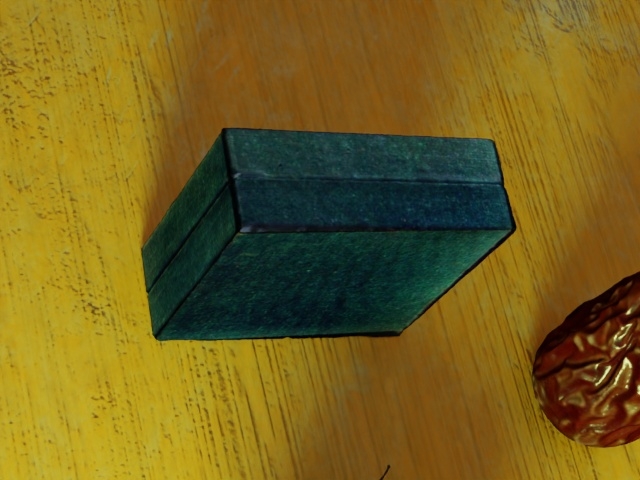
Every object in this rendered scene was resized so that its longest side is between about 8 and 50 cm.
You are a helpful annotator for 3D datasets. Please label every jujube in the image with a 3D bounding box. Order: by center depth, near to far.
[{"bbox_3d":[0.325,0.117,1.565,0.155,0.230,0.155,20,42,-19],"label":"jujube"}]

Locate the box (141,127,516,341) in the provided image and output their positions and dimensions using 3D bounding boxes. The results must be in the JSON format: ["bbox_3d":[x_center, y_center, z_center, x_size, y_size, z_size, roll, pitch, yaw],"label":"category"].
[{"bbox_3d":[0.000,0.000,1.443,0.279,0.261,0.116,1,63,-25],"label":"box"}]

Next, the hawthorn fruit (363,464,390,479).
[{"bbox_3d":[0.050,0.254,1.463,0.067,0.067,0.103,34,54,-7],"label":"hawthorn fruit"}]
